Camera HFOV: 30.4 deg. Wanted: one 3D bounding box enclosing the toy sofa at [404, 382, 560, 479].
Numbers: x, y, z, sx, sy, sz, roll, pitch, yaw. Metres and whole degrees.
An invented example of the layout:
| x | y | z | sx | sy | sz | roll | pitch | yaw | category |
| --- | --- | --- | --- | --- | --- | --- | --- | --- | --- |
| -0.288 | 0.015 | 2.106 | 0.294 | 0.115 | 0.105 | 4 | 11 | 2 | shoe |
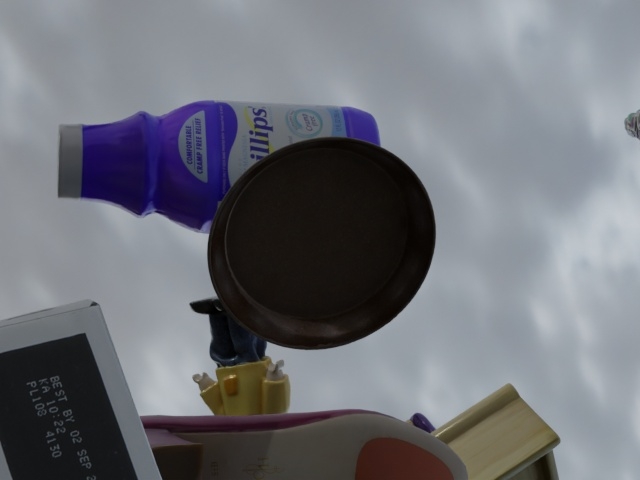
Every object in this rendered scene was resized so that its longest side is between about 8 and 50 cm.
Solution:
| x | y | z | sx | sy | sz | roll | pitch | yaw | category |
| --- | --- | --- | --- | --- | --- | --- | --- | --- | --- |
| 0.253 | 0.366 | 1.667 | 0.177 | 0.150 | 0.362 | 48 | -16 | 48 | toy sofa |

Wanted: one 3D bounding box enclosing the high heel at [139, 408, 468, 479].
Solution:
| x | y | z | sx | sy | sz | roll | pitch | yaw | category |
| --- | --- | --- | --- | --- | --- | --- | --- | --- | --- |
| -0.050 | 0.213 | 1.110 | 0.377 | 0.127 | 0.181 | 12 | -10 | -29 | high heel |

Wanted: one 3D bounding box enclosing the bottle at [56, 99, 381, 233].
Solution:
| x | y | z | sx | sy | sz | roll | pitch | yaw | category |
| --- | --- | --- | --- | --- | --- | --- | --- | --- | --- |
| -0.088 | -0.065 | 1.041 | 0.283 | 0.118 | 0.092 | 2 | -23 | -13 | bottle |

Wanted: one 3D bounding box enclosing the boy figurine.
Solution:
| x | y | z | sx | sy | sz | roll | pitch | yaw | category |
| --- | --- | --- | --- | --- | --- | --- | --- | --- | --- |
| -0.117 | 0.216 | 1.696 | 0.177 | 0.092 | 0.285 | -6 | -87 | 40 | boy figurine |

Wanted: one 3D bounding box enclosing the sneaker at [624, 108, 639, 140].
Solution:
| x | y | z | sx | sy | sz | roll | pitch | yaw | category |
| --- | --- | --- | --- | --- | --- | --- | --- | --- | --- |
| 0.359 | -0.110 | 1.292 | 0.038 | 0.069 | 0.098 | 2 | -13 | -1 | sneaker |

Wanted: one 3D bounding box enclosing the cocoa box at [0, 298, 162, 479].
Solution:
| x | y | z | sx | sy | sz | roll | pitch | yaw | category |
| --- | --- | --- | --- | --- | --- | --- | --- | --- | --- |
| -0.211 | 0.252 | 0.701 | 0.228 | 0.231 | 0.347 | -40 | -112 | 51 | cocoa box |

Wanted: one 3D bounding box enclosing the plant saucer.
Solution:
| x | y | z | sx | sy | sz | roll | pitch | yaw | category |
| --- | --- | --- | --- | --- | --- | --- | --- | --- | --- |
| 0.000 | 0.000 | 0.854 | 0.029 | 0.168 | 0.168 | -116 | -174 | -63 | plant saucer |
